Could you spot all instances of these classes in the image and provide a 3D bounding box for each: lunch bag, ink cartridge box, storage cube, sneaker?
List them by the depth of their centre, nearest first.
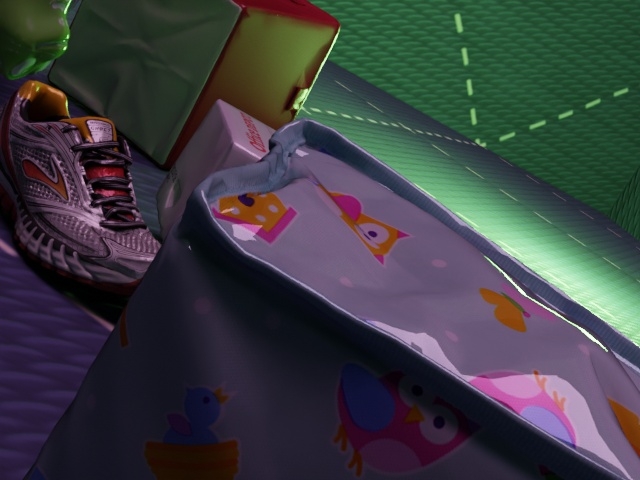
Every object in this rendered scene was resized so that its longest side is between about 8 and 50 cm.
[{"bbox_3d":[0.031,0.121,0.473,0.262,0.223,0.160,32,19,1],"label":"lunch bag"},{"bbox_3d":[-0.168,-0.037,0.950,0.225,0.092,0.088,41,14,35],"label":"sneaker"},{"bbox_3d":[0.000,0.000,1.079,0.237,0.100,0.172,29,10,-15],"label":"ink cartridge box"},{"bbox_3d":[-0.131,-0.194,1.443,0.184,0.215,0.193,38,19,23],"label":"storage cube"}]

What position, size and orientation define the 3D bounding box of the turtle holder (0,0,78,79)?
[{"bbox_3d":[-0.298,-0.265,1.236,0.320,0.227,0.243,36,11,14],"label":"turtle holder"}]
